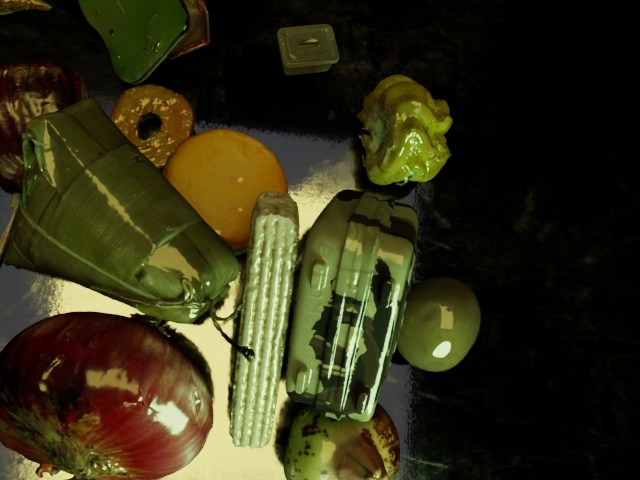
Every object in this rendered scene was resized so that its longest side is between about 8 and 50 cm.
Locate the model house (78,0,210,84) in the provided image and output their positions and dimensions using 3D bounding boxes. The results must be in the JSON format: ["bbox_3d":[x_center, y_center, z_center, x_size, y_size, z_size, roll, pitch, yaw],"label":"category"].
[{"bbox_3d":[-0.332,-0.459,1.036,0.207,0.154,0.294,-36,77,28],"label":"model house"}]

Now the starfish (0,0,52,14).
[{"bbox_3d":[-0.697,-0.442,0.978,0.347,0.078,0.358,-16,84,-16],"label":"starfish"}]

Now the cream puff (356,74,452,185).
[{"bbox_3d":[0.187,-0.227,1.068,0.195,0.195,0.221,-5,86,-12],"label":"cream puff"}]

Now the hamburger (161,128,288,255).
[{"bbox_3d":[-0.182,-0.078,0.966,0.246,0.170,0.246,7,71,-22],"label":"hamburger"}]

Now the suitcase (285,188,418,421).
[{"bbox_3d":[0.053,0.090,0.909,0.194,0.339,0.351,13,113,9],"label":"suitcase"}]

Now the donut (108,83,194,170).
[{"bbox_3d":[-0.330,-0.210,1.014,0.162,0.065,0.178,29,77,-1],"label":"donut"}]

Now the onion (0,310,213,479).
[{"bbox_3d":[-0.333,0.228,0.833,0.348,0.347,0.285,22,40,-7],"label":"onion"}]

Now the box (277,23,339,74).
[{"bbox_3d":[-0.030,-0.401,1.106,0.122,0.062,0.089,-10,83,-14],"label":"box"}]

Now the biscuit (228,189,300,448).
[{"bbox_3d":[-0.096,0.133,0.868,0.078,0.144,0.426,7,111,-7],"label":"biscuit"}]

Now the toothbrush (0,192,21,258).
[{"bbox_3d":[-0.582,0.004,0.950,0.017,0.014,0.194,13,78,-9],"label":"toothbrush"}]

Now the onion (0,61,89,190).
[{"bbox_3d":[-0.511,-0.203,0.907,0.206,0.207,0.216,-8,76,-16],"label":"onion"}]

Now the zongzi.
[{"bbox_3d":[-0.303,0.058,0.823,0.447,0.418,0.181,46,35,0],"label":"zongzi"}]

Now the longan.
[{"bbox_3d":[0.225,0.157,1.009,0.189,0.189,0.189,2,80,-11],"label":"longan"}]

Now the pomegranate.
[{"bbox_3d":[0.050,0.370,0.896,0.214,0.248,0.214,3,79,-17],"label":"pomegranate"}]

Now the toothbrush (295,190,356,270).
[{"bbox_3d":[0.000,0.000,1.065,0.027,0.021,0.269,38,75,10],"label":"toothbrush"}]
